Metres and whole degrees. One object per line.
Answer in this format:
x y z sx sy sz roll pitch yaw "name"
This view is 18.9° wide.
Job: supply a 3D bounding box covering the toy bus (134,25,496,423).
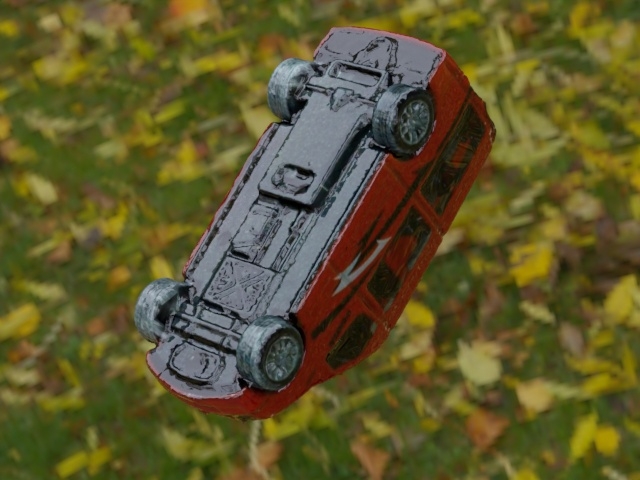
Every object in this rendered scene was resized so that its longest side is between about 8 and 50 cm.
0.000 0.000 0.884 0.081 0.089 0.195 17 71 41 "toy bus"
